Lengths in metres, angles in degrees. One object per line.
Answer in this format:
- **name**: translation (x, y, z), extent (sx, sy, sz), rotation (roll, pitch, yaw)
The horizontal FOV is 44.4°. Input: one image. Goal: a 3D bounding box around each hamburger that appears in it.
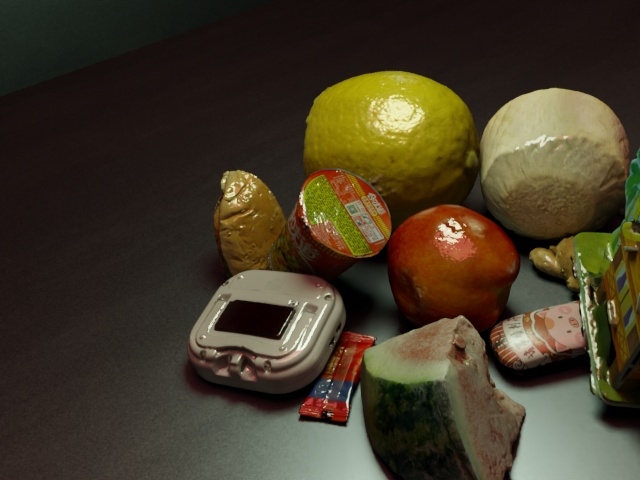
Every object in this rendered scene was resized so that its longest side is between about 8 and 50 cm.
- **hamburger**: translation (-0.143, -0.029, 1.577), extent (0.136, 0.207, 0.155), rotation (4, 31, 22)

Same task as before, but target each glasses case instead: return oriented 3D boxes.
- **glasses case**: translation (0.415, 0.156, 1.308), extent (0.267, 0.067, 0.103), rotation (-12, 39, -7)

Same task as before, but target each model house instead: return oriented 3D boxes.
- **model house**: translation (0.546, 0.032, 1.163), extent (0.243, 0.312, 0.357), rotation (7, 53, 1)

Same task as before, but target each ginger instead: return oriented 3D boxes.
- **ginger**: translation (0.486, 0.047, 1.445), extent (0.115, 0.081, 0.205), rotation (-8, 25, -23)

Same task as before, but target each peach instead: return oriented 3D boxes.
- **peach**: translation (0.224, 0.055, 1.378), extent (0.244, 0.199, 0.243), rotation (-5, 59, 8)

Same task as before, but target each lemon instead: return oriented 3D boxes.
- **lemon**: translation (0.168, -0.178, 1.605), extent (0.365, 0.364, 0.364), rotation (-6, 34, 4)

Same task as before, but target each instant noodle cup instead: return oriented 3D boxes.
- **instant noodle cup**: translation (0.000, 0.000, 1.471), extent (0.193, 0.212, 0.193), rotation (15, 53, -22)

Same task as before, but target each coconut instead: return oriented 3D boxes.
- **coconut**: translation (0.463, -0.157, 1.579), extent (0.329, 0.328, 0.328), rotation (-6, 34, 4)

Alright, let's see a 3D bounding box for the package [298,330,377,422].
- **package**: translation (0.032, 0.226, 1.330), extent (0.083, 0.022, 0.200), rotation (4, 37, 19)

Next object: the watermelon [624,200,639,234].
- **watermelon**: translation (0.660, -0.029, 1.467), extent (0.204, 0.127, 0.232), rotation (12, 47, -2)

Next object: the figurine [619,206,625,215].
- **figurine**: translation (0.667, -0.080, 1.608), extent (0.094, 0.082, 0.086), rotation (-19, 17, -32)

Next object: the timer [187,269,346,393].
- **timer**: translation (-0.096, 0.152, 1.385), extent (0.262, 0.087, 0.237), rotation (5, 42, 26)

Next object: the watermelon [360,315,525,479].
- **watermelon**: translation (0.181, 0.251, 1.172), extent (0.232, 0.193, 0.310), rotation (-34, 17, -9)
